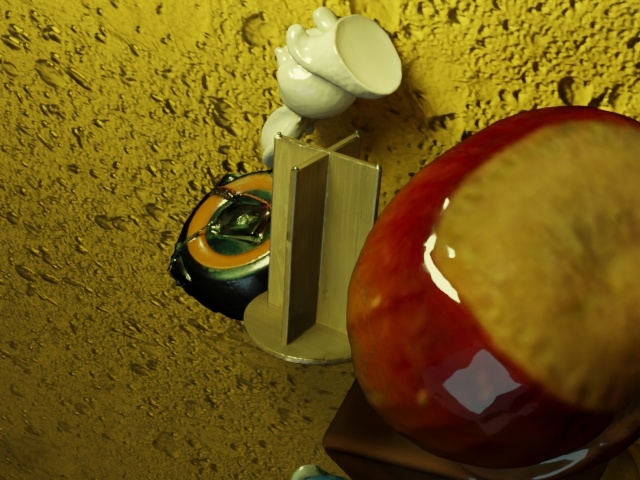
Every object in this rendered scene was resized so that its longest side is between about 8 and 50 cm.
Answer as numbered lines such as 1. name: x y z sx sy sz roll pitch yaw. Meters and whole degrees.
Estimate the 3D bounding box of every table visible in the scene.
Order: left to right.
1. table: 0.000 0.000 1.168 0.167 0.167 0.227 14 119 17

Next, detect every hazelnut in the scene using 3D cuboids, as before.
1. hazelnut: 0.223 0.062 1.071 0.359 0.409 0.359 54 167 19

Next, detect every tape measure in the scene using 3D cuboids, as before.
1. tape measure: -0.088 0.002 1.365 0.222 0.202 0.135 5 144 36

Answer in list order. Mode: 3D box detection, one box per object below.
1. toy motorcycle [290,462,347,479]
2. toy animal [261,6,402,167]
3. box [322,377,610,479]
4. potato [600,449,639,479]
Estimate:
1. toy motorcycle: 0.056 0.432 1.414 0.319 0.182 0.241 42 154 -19
2. toy animal: -0.018 -0.175 1.180 0.130 0.104 0.220 38 142 -18
3. box: 0.202 0.264 1.429 0.339 0.229 0.239 -1 137 51
4. potato: 0.356 0.385 1.552 0.242 0.243 0.285 46 148 -24
